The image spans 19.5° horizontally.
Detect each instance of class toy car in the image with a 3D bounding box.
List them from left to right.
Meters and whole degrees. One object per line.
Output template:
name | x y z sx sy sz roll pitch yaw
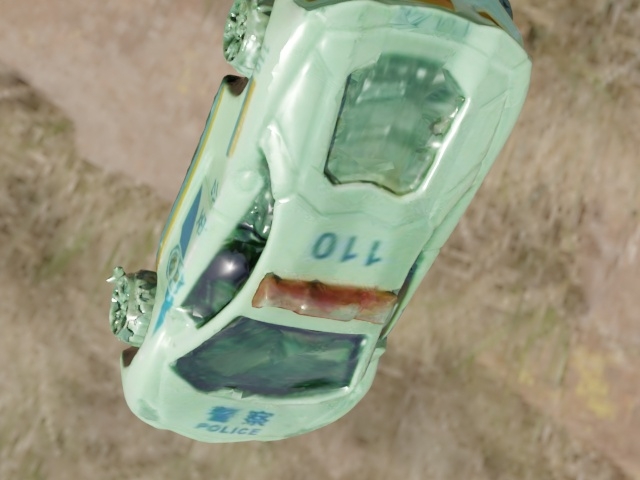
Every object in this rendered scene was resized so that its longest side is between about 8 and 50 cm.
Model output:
toy car | 0.000 0.000 0.553 0.093 0.058 0.186 9 127 -24
